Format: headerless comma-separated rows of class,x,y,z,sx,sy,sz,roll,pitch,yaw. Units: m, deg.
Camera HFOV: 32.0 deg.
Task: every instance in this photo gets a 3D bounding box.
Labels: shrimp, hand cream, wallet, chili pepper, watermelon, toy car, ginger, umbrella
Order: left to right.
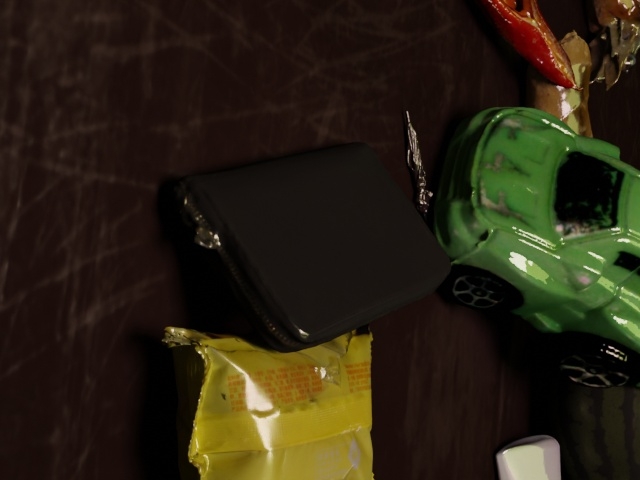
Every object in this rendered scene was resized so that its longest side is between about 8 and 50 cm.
wallet,0.000,0.000,0.828,0.149,0.044,0.250,54,32,10
umbrella,0.091,-0.061,1.038,0.022,0.013,0.122,-13,102,-33
chili pepper,0.190,-0.244,1.138,0.268,0.050,0.059,44,71,-32
hand cream,0.230,0.336,1.196,0.079,0.048,0.255,-9,97,-30
ginger,0.271,-0.138,1.250,0.095,0.069,0.190,-15,106,-31
toy car,0.281,0.007,1.104,0.359,0.176,0.213,33,57,-24
shrimp,0.362,-0.337,1.401,0.168,0.077,0.317,31,59,-40
watermelon,0.348,0.194,1.237,0.212,0.212,0.212,3,87,-56

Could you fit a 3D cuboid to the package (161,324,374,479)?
package,-0.030,0.127,0.788,0.226,0.090,0.168,1,85,-55
